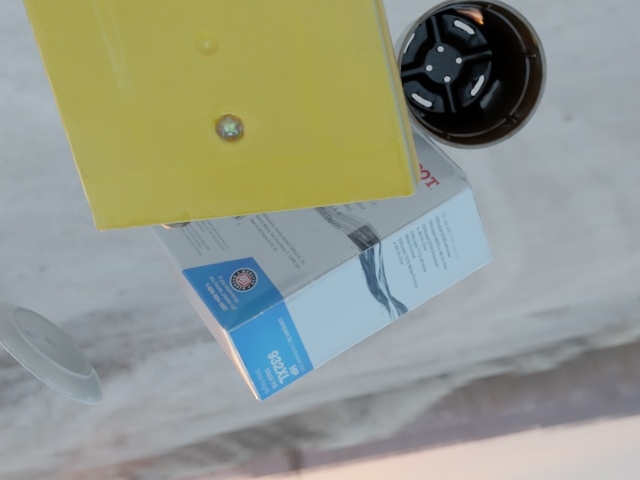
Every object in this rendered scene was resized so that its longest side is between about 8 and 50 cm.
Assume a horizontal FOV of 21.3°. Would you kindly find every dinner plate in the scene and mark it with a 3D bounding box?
[{"bbox_3d":[-0.252,0.098,1.574,0.017,0.141,0.141,-50,164,9],"label":"dinner plate"}]

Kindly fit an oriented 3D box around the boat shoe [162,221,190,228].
[{"bbox_3d":[-0.170,-0.159,1.682,0.111,0.307,0.104,1,152,-23],"label":"boat shoe"}]

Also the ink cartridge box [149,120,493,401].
[{"bbox_3d":[0.000,0.000,1.888,0.307,0.223,0.129,-31,132,-9],"label":"ink cartridge box"}]

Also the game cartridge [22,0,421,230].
[{"bbox_3d":[-0.087,-0.168,1.363,0.285,0.323,0.052,-6,-152,14],"label":"game cartridge"}]

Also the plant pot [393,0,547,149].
[{"bbox_3d":[0.154,-0.193,1.915,0.167,0.167,0.165,-10,-170,-5],"label":"plant pot"}]
